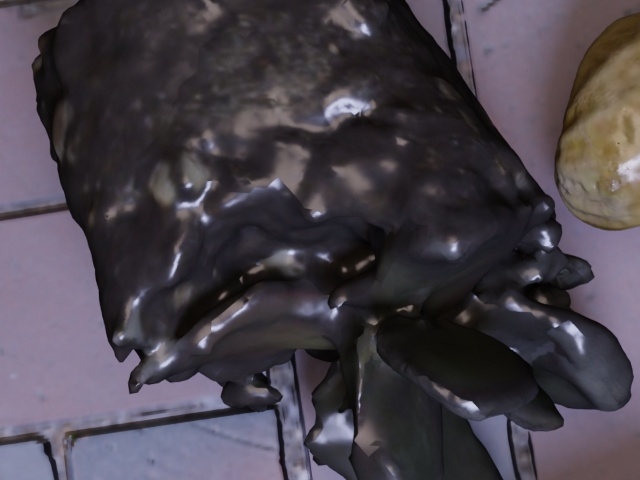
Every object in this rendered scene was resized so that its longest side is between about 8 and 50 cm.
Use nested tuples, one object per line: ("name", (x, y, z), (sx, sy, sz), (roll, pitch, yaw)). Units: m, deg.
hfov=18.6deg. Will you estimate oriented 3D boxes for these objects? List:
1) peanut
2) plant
("peanut", (0.182, -0.084, 0.911), (0.193, 0.089, 0.089), (-40, 78, -5))
("plant", (0.000, 0.000, 0.867), (0.188, 0.199, 0.276), (-35, 75, 6))
